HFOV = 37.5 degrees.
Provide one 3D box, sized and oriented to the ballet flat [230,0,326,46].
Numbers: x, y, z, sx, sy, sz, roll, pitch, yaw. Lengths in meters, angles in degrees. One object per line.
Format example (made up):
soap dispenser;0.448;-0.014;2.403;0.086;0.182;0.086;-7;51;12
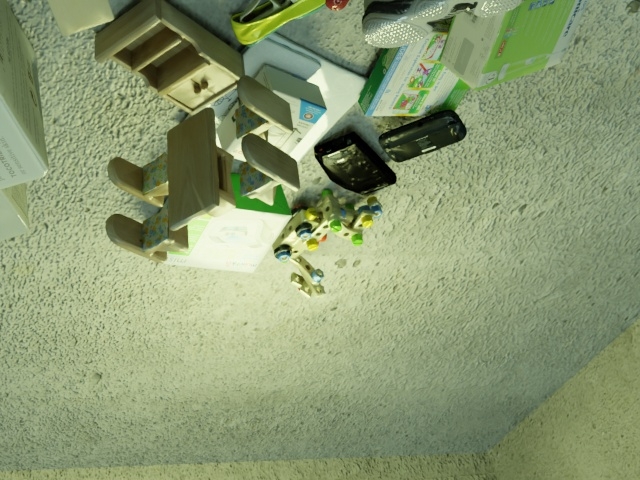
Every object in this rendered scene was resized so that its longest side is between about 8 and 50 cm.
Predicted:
ballet flat;-0.075;-0.462;1.843;0.231;0.077;0.077;-26;130;15

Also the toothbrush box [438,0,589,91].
toothbrush box;0.403;-0.447;1.925;0.283;0.122;0.206;-22;144;-33

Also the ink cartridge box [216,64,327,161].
ink cartridge box;-0.107;-0.259;2.024;0.148;0.086;0.203;14;132;-36

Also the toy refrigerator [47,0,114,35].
toy refrigerator;-0.448;-0.494;1.619;0.102;0.094;0.269;-21;146;-7

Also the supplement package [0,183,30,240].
supplement package;-0.704;-0.142;1.831;0.199;0.263;0.198;-17;145;-1

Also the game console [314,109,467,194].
game console;0.177;-0.213;2.248;0.361;0.044;0.213;-18;148;24

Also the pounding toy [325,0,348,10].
pounding toy;0.032;-0.509;1.706;0.237;0.110;0.183;-44;159;12

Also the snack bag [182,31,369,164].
snack bag;-0.094;-0.293;2.089;0.342;0.037;0.323;17;132;-39

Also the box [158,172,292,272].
box;-0.244;-0.047;2.282;0.262;0.127;0.231;8;136;-33

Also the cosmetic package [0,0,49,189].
cosmetic package;-0.718;-0.270;1.596;0.393;0.329;0.327;-16;145;-1

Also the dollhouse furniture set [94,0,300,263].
dollhouse furniture set;-0.272;-0.222;1.777;0.362;0.394;0.256;-26;145;30

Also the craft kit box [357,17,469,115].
craft kit box;0.238;-0.380;2.079;0.246;0.061;0.250;-1;142;-28

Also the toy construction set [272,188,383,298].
toy construction set;0.000;0.000;2.445;0.215;0.151;0.328;12;124;-36

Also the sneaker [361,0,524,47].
sneaker;0.233;-0.511;1.745;0.365;0.210;0.137;-17;163;21
